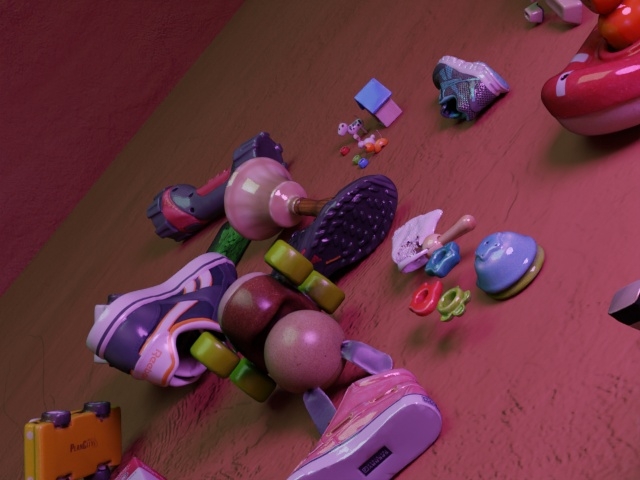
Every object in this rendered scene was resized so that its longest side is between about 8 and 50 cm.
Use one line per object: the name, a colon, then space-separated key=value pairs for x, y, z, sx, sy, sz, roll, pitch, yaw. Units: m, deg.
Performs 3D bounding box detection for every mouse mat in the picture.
mouse mat: x=-0.157 y=0.013 z=1.621 sx=0.153 sy=0.007 sz=0.189 roll=-25 pitch=28 yaw=45

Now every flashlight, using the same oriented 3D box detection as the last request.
flashlight: x=-0.188 y=-0.098 z=1.756 sx=0.304 sy=0.103 sz=0.103 roll=-31 pitch=22 yaw=39

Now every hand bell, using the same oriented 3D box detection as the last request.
hand bell: x=-0.019 y=-0.045 z=1.364 sx=0.242 sy=0.126 sz=0.126 roll=13 pitch=61 yaw=52

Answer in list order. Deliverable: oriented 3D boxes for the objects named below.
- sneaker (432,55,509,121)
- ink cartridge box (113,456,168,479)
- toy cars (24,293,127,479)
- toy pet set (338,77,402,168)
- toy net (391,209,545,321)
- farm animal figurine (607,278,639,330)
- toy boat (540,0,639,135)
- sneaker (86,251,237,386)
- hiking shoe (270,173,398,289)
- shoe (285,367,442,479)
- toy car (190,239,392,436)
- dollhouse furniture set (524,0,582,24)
sneaker: x=0.177 y=-0.196 z=1.281 sx=0.076 sy=0.065 sz=0.166 roll=-51 pitch=19 yaw=-1
ink cartridge box: x=-0.202 y=0.316 z=1.053 sx=0.109 sy=0.063 sz=0.150 roll=-49 pitch=20 yaw=-7
toy cars: x=-0.306 y=0.193 z=1.312 sx=0.087 sy=0.176 sz=0.393 roll=-1 pitch=39 yaw=18
toy pet set: x=0.064 y=-0.180 z=1.464 sx=0.114 sy=0.065 sz=0.122 roll=-46 pitch=21 yaw=0
toy net: x=0.126 y=0.028 z=0.987 sx=0.122 sy=0.045 sz=0.232 roll=-51 pitch=19 yaw=-7
farm animal figurine: x=0.284 y=0.047 z=0.486 sx=0.330 sy=0.172 sz=0.327 roll=-57 pitch=9 yaw=-7
toy boat: x=0.294 y=-0.216 z=0.954 sx=0.231 sy=0.151 sz=0.151 roll=-53 pitch=21 yaw=-19
sneaker: x=-0.176 y=0.115 z=1.322 sx=0.126 sy=0.127 sz=0.321 roll=-62 pitch=-13 yaw=24
hiking shoe: x=0.000 y=0.000 z=1.219 sx=0.227 sy=0.086 sz=0.114 roll=-48 pitch=23 yaw=-1
shoe: x=0.024 y=0.186 z=0.862 sx=0.178 sy=0.063 sz=0.081 roll=-39 pitch=19 yaw=4
toy car: x=-0.012 y=0.119 z=1.021 sx=0.188 sy=0.149 sz=0.155 roll=34 pitch=83 yaw=41
dollhouse furniture set: x=0.326 y=-0.309 z=1.260 sx=0.081 sy=0.091 sz=0.114 roll=-19 pitch=46 yaw=-8
